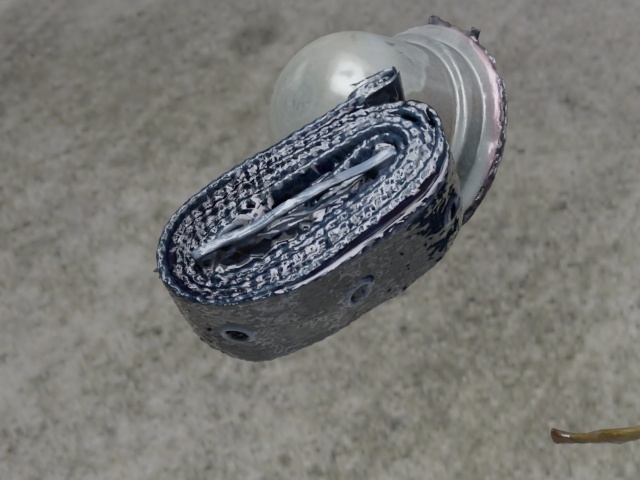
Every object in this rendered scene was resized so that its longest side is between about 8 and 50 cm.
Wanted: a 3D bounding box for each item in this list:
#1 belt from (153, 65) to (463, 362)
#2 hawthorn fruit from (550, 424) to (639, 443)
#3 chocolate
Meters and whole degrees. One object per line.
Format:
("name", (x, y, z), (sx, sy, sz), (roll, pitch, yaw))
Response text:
("belt", (0.000, 0.000, 1.060), (0.218, 0.128, 0.122), (-30, 60, -8))
("hawthorn fruit", (0.191, 0.042, 0.536), (0.203, 0.163, 0.163), (-19, 39, -8))
("chocolate", (0.028, -0.093, 1.249), (0.147, 0.221, 0.221), (13, 25, -35))
